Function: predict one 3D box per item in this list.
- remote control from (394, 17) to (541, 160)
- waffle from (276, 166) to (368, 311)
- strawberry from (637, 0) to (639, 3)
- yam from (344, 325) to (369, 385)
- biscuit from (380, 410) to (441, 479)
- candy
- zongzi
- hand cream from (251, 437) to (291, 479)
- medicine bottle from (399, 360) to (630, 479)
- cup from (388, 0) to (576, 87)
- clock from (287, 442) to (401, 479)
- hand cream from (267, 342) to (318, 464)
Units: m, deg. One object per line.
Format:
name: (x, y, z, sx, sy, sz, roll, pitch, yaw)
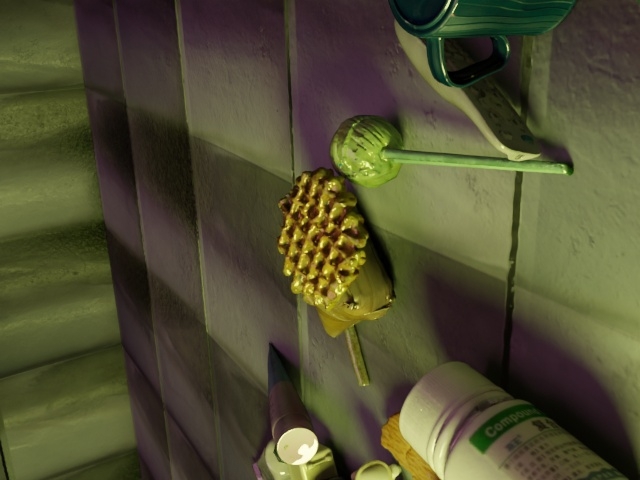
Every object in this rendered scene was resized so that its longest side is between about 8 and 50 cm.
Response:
remote control: (0.139, -0.160, 0.713, 0.044, 0.073, 0.229, -51, 52, 33)
waffle: (-0.003, -0.003, 0.904, 0.191, 0.038, 0.191, 17, 112, 52)
strawberry: (0.259, -0.246, 0.312, 0.289, 0.250, 0.238, -22, 75, 36)
yam: (0.053, 0.168, 1.081, 0.021, 0.021, 0.116, -23, 82, 62)
biscuit: (0.160, 0.300, 0.924, 0.224, 0.033, 0.144, 40, 136, 45)
candy: (0.131, -0.091, 0.783, 0.336, 0.092, 0.092, 15, 124, 50)
zongzi: (0.016, 0.042, 1.021, 0.194, 0.099, 0.197, 68, 155, 14)
hand cream: (-0.094, 0.481, 1.456, 0.336, 0.076, 0.121, 111, 139, -56)
medicine bottle: (0.196, 0.235, 0.725, 0.237, 0.139, 0.139, 38, 134, 52)
cup: (0.145, -0.221, 0.618, 0.113, 0.138, 0.150, -12, 91, 62)
clock: (0.066, 0.461, 1.088, 0.379, 0.120, 0.276, -14, 92, 63)
hand cream: (-0.063, 0.297, 1.270, 0.312, 0.070, 0.111, -123, 27, -72)
